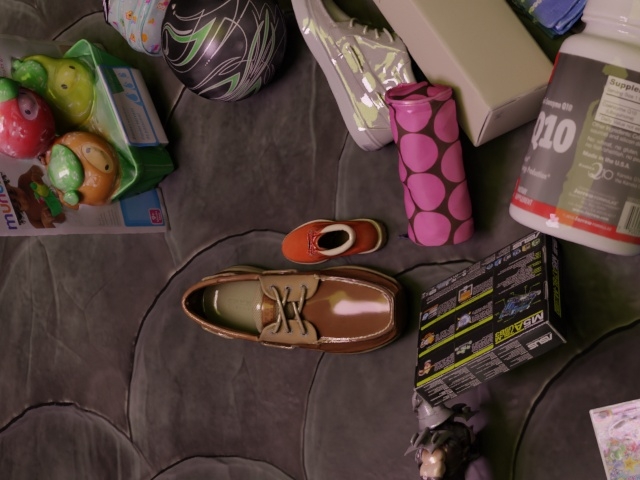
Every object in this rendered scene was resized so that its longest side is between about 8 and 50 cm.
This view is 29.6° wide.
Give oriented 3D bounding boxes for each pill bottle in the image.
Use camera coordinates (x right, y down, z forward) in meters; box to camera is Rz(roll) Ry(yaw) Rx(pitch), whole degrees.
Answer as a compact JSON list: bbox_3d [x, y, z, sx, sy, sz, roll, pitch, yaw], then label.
[{"bbox_3d":[0.329,-0.138,1.368,0.161,0.161,0.283,21,100,31],"label":"pill bottle"}]

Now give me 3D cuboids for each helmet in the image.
[{"bbox_3d":[-0.126,-0.273,1.656,0.161,0.169,0.169,20,100,47],"label":"helmet"}]

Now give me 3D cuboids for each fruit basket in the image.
[{"bbox_3d":[-0.377,-0.159,1.696,0.165,0.353,0.327,-31,72,28],"label":"fruit basket"}]

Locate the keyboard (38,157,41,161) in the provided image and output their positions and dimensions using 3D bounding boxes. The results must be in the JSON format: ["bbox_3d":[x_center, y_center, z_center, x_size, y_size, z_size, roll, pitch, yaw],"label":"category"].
[{"bbox_3d":[-0.455,-0.162,1.939,0.108,0.023,0.180,10,93,32],"label":"keyboard"}]

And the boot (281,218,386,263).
[{"bbox_3d":[0.000,0.000,1.615,0.158,0.085,0.059,-11,88,34],"label":"boot"}]

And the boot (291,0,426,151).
[{"bbox_3d":[0.062,-0.254,1.589,0.123,0.095,0.258,-28,83,22],"label":"boot"}]

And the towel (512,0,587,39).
[{"bbox_3d":[0.260,-0.439,1.491,0.243,0.040,0.336,-49,65,20],"label":"towel"}]

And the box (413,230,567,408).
[{"bbox_3d":[0.201,0.089,1.443,0.191,0.045,0.184,-32,29,27],"label":"box"}]

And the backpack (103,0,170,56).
[{"bbox_3d":[-0.235,-0.358,1.739,0.115,0.152,0.182,47,124,34],"label":"backpack"}]

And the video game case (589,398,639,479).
[{"bbox_3d":[0.372,0.249,1.419,0.087,0.011,0.122,-19,79,30],"label":"video game case"}]

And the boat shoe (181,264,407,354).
[{"bbox_3d":[-0.044,0.095,1.615,0.324,0.120,0.122,-1,92,33],"label":"boat shoe"}]

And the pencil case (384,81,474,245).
[{"bbox_3d":[0.130,-0.096,1.486,0.095,0.098,0.209,-11,118,-2],"label":"pencil case"}]

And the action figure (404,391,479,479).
[{"bbox_3d":[0.157,0.313,1.458,0.099,0.185,0.285,-14,94,40],"label":"action figure"}]

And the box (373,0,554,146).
[{"bbox_3d":[0.168,-0.260,1.486,0.113,0.094,0.275,-24,70,-16],"label":"box"}]
